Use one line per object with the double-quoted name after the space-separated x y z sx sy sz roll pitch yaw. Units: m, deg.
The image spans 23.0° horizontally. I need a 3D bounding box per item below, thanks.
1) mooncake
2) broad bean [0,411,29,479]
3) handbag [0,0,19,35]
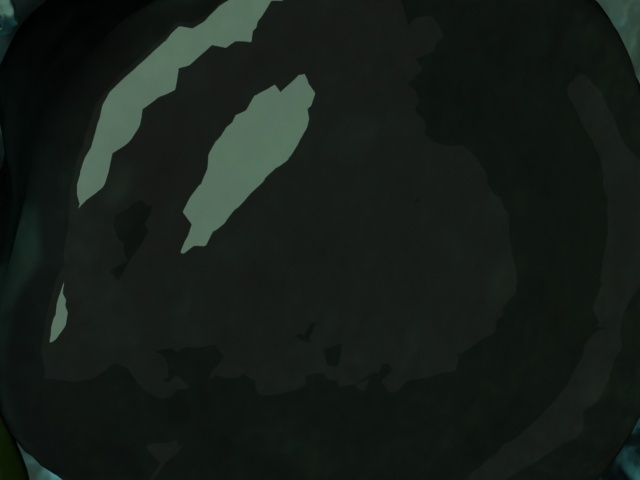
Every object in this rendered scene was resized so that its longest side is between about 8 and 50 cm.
0.000 0.000 0.657 0.306 0.154 0.306 -7 110 -21 "mooncake"
-0.163 0.145 0.702 0.069 0.039 0.227 -6 109 -16 "broad bean"
-0.156 -0.185 0.507 0.062 0.179 0.229 -34 116 -9 "handbag"
